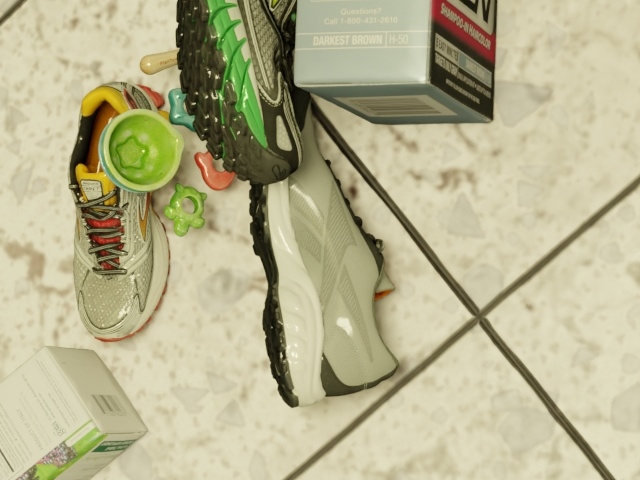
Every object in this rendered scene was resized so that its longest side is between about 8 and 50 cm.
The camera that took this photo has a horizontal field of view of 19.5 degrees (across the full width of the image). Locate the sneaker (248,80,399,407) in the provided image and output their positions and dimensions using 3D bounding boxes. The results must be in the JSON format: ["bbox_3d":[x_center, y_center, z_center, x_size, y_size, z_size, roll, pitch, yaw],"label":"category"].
[{"bbox_3d":[0.000,0.000,1.527,0.108,0.100,0.272,-6,75,-10],"label":"sneaker"}]

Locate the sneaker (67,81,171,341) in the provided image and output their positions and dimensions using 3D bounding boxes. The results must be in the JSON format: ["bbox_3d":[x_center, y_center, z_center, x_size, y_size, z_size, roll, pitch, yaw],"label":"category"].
[{"bbox_3d":[-0.184,-0.026,1.587,0.088,0.092,0.225,-2,85,19],"label":"sneaker"}]

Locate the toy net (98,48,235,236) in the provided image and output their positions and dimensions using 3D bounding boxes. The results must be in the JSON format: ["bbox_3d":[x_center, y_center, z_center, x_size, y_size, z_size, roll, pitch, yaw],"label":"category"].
[{"bbox_3d":[-0.096,-0.126,1.559,0.122,0.045,0.232,33,70,-18],"label":"toy net"}]

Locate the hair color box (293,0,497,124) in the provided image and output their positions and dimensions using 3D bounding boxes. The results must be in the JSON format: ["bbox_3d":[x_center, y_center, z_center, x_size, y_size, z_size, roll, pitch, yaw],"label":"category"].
[{"bbox_3d":[0.069,-0.291,1.472,0.113,0.185,0.375,0,84,20],"label":"hair color box"}]

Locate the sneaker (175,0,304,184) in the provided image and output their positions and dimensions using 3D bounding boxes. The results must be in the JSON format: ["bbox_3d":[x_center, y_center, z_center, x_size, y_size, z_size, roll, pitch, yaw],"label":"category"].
[{"bbox_3d":[-0.041,-0.204,1.493,0.146,0.134,0.344,0,64,-10],"label":"sneaker"}]

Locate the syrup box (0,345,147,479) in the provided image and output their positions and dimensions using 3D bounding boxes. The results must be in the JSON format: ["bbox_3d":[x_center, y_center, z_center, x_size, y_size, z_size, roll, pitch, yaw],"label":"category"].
[{"bbox_3d":[-0.277,0.197,1.598,0.237,0.093,0.096,-40,73,12],"label":"syrup box"}]
